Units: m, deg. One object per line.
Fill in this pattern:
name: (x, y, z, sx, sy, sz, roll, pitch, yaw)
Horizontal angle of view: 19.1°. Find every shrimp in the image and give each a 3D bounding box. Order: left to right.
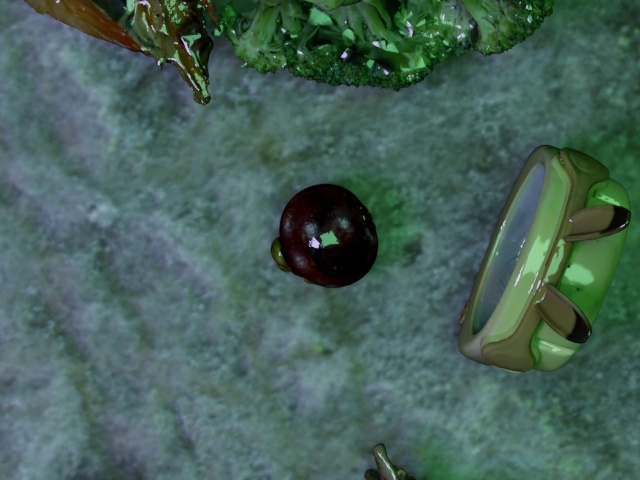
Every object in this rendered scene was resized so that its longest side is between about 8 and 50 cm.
shrimp: (-0.155, -0.206, 1.385, 0.145, 0.061, 0.267, -36, 81, 8)

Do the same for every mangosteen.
mangosteen: (0.003, -0.001, 1.414, 0.081, 0.081, 0.081, 0, 91, -4)

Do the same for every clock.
clock: (0.164, 0.018, 1.349, 0.069, 0.232, 0.170, 22, 90, -4)

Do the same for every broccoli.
broccoli: (0.044, -0.225, 1.349, 0.269, 0.242, 0.261, 23, 111, 24)

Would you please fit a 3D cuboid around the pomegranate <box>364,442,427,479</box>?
pomegranate: (0.054, 0.258, 1.402, 0.148, 0.148, 0.169, 31, 63, -4)
